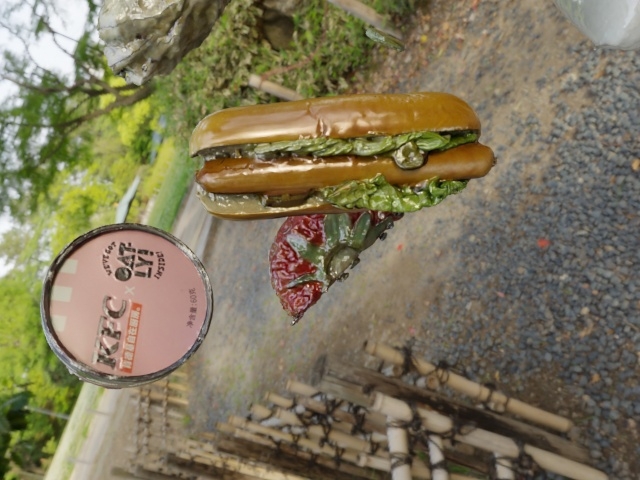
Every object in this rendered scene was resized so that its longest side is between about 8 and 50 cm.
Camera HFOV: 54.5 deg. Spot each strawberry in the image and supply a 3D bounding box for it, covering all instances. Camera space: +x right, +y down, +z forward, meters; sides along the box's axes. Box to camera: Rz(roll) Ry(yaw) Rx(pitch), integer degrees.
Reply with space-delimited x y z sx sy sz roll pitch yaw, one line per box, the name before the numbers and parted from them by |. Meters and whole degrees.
strawberry | 0.011 -0.011 1.036 0.253 0.150 0.280 -46 0 15

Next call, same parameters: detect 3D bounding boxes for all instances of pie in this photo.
pie | 0.128 -0.395 1.222 0.084 0.085 0.019 -102 34 -61

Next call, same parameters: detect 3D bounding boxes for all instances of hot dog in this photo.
hot dog | 0.032 -0.088 0.671 0.100 0.338 0.135 -108 14 -60

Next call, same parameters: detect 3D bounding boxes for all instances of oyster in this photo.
oyster | -0.152 -0.255 0.672 0.209 0.133 0.072 -44 50 -4

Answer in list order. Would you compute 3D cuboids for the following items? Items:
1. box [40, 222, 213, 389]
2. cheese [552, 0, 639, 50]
box | -0.194 0.076 0.615 0.135 0.151 0.151 135 151 -59
cheese | 0.272 -0.262 0.515 0.198 0.189 0.154 -33 -13 -4
